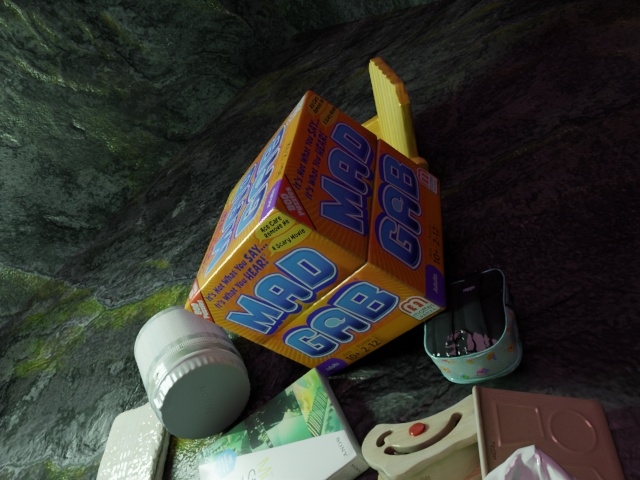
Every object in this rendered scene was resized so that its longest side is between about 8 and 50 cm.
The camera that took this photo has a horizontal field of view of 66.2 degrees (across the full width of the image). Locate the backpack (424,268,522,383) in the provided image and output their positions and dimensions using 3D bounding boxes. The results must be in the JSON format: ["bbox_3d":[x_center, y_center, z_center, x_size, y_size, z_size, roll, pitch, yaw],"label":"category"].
[{"bbox_3d":[0.272,0.164,0.876,0.166,0.144,0.188,-18,25,25],"label":"backpack"}]

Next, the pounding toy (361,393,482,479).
[{"bbox_3d":[0.170,0.378,0.792,0.270,0.154,0.154,-27,7,-2],"label":"pounding toy"}]

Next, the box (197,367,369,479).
[{"bbox_3d":[-0.087,0.430,0.960,0.322,0.058,0.232,-36,36,0],"label":"box"}]

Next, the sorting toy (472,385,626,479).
[{"bbox_3d":[0.321,0.308,0.690,0.208,0.038,0.193,9,46,0],"label":"sorting toy"}]

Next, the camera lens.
[{"bbox_3d":[-0.306,0.296,1.157,0.219,0.219,0.274,-43,36,-8],"label":"camera lens"}]

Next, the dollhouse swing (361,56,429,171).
[{"bbox_3d":[0.116,-0.270,1.366,0.315,0.305,0.347,-29,37,10],"label":"dollhouse swing"}]

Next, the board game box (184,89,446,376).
[{"bbox_3d":[0.000,0.000,1.017,0.356,0.356,0.356,-42,26,40],"label":"board game box"}]

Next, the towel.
[{"bbox_3d":[-0.443,0.519,1.174,0.187,0.049,0.282,-24,36,15],"label":"towel"}]

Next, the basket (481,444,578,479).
[{"bbox_3d":[0.205,0.439,0.410,0.331,0.266,0.328,-39,36,-4],"label":"basket"}]
